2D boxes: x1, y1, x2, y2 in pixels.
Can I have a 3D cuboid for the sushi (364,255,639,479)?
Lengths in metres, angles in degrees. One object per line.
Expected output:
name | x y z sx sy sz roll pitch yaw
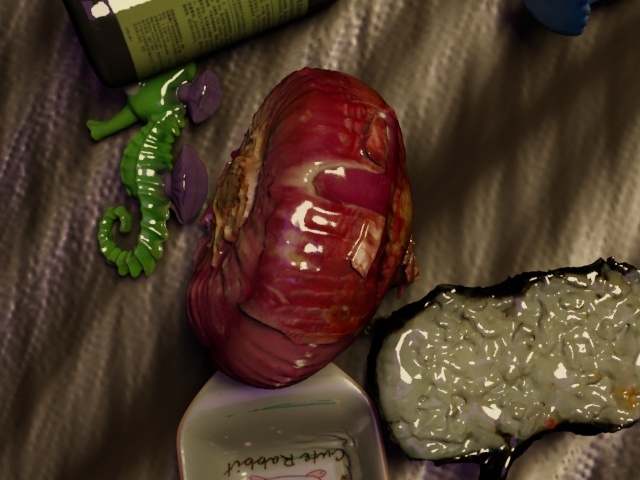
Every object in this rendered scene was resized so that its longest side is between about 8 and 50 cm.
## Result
sushi | 0.143 0.094 0.676 0.213 0.115 0.147 -17 80 0

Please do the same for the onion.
onion | 0.000 0.000 0.675 0.163 0.230 0.229 27 90 -20

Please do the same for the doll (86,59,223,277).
doll | -0.138 -0.065 0.759 0.115 0.050 0.190 4 87 31

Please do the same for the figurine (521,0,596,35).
figurine | 0.241 -0.252 0.697 0.262 0.121 0.164 -15 111 -16

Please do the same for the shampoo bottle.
shampoo bottle | -0.051 -0.210 0.723 0.284 0.101 0.101 -24 83 -10

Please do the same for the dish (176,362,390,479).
dish | -0.019 0.199 0.718 0.154 0.064 0.234 -9 86 7
